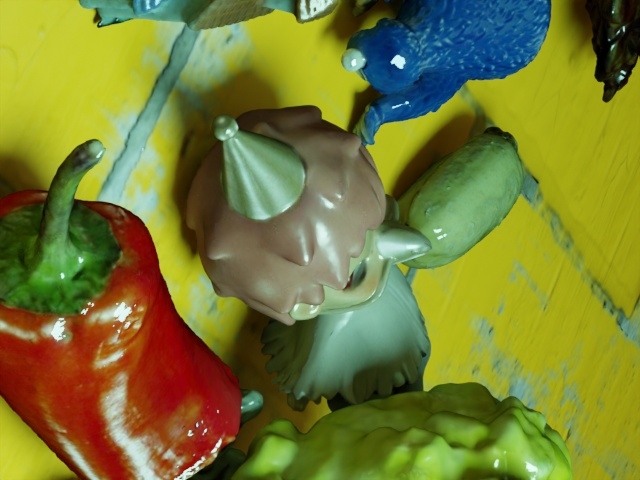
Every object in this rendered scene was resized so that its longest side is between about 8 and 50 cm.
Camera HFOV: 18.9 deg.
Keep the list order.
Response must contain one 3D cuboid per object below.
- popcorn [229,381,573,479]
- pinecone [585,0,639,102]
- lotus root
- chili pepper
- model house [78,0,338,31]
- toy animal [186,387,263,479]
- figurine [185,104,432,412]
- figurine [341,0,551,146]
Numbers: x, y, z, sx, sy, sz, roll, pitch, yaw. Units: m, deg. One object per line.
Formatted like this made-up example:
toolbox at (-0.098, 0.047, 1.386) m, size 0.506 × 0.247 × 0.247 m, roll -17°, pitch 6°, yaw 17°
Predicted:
popcorn at (0.069, 0.222, 1.394) m, size 0.242 × 0.250 × 0.235 m, roll 13°, pitch 59°, yaw -75°
pinecone at (0.376, -0.256, 1.823) m, size 0.242 × 0.296 × 0.298 m, roll 64°, pitch 10°, yaw -9°
lotus root at (0.128, -0.040, 1.683) m, size 0.077 × 0.090 × 0.183 m, roll 52°, pitch 47°, yaw -6°
chili pepper at (-0.160, 0.036, 1.194) m, size 0.134 × 0.131 × 0.338 m, roll -38°, pitch 145°, yaw -9°
model house at (-0.059, -0.189, 1.234) m, size 0.148 × 0.149 × 0.119 m, roll -26°, pitch 126°, yaw -55°
toy animal at (-0.060, 0.205, 1.501) m, size 0.170 × 0.090 × 0.255 m, roll -34°, pitch 130°, yaw -42°
figurine at (0.000, 0.000, 1.415) m, size 0.387 × 0.166 × 0.207 m, roll 67°, pitch 31°, yaw -53°
figurine at (0.112, -0.178, 1.557) m, size 0.262 × 0.121 × 0.164 m, roll -44°, pitch 143°, yaw -37°
